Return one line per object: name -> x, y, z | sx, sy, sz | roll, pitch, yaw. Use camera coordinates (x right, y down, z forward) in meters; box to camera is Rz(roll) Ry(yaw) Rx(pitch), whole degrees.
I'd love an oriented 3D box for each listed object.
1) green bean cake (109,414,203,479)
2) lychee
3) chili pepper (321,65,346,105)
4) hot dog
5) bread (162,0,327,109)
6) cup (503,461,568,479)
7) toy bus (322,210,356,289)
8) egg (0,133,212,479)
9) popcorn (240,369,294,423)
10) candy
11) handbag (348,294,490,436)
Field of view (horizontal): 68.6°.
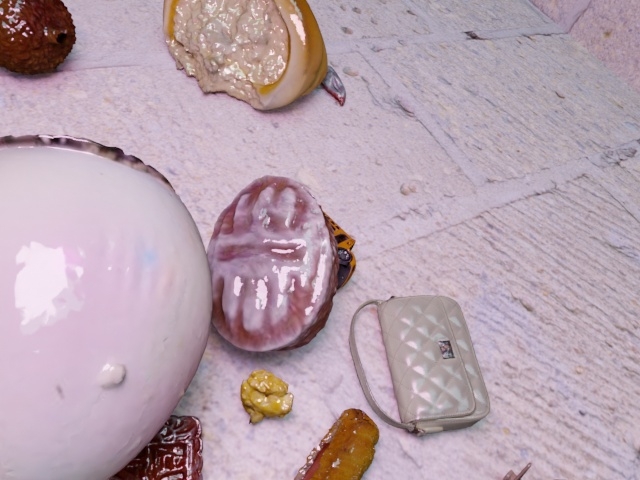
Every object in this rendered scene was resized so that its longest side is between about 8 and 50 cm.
green bean cake -> -0.225, 0.302, 0.621 | 0.135, 0.056, 0.135 | 2, 54, -17
lychee -> -0.602, -0.432, 0.955 | 0.238, 0.200, 0.200 | 23, 49, 16
chili pepper -> 0.031, -0.431, 1.279 | 0.050, 0.041, 0.153 | -32, 62, 10
hot dog -> -0.003, 0.359, 0.653 | 0.083, 0.068, 0.289 | 41, 50, 3
bread -> -0.183, -0.499, 1.161 | 0.424, 0.329, 0.245 | 35, 10, 9
cup -> 0.350, 0.400, 0.728 | 0.074, 0.099, 0.102 | -1, 55, -22
toy bus -> 0.000, 0.000, 0.913 | 0.194, 0.083, 0.088 | 45, 43, 18
egg -> -0.297, 0.119, 0.529 | 0.355, 0.354, 0.340 | 0, 50, -20
popcorn -> -0.084, 0.234, 0.721 | 0.084, 0.084, 0.084 | 10, 52, -13
candy -> -0.076, 0.043, 0.779 | 0.214, 0.157, 0.289 | -1, 69, 15
handbag -> 0.163, 0.208, 0.824 | 0.219, 0.079, 0.256 | 2, 52, -14
